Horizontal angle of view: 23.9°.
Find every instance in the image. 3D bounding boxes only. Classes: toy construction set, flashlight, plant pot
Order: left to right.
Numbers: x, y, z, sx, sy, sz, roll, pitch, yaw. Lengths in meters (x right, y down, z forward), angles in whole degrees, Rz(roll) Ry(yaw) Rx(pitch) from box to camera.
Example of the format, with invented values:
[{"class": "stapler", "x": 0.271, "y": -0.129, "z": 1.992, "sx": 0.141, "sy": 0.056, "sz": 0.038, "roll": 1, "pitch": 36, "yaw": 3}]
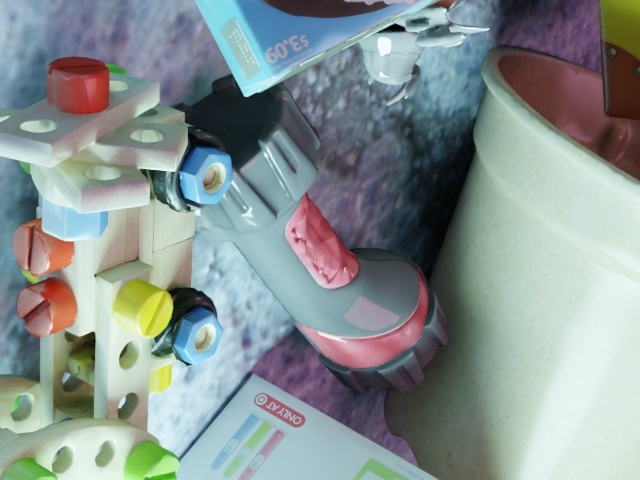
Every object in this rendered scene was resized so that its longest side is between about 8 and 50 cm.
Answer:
[{"class": "toy construction set", "x": -0.142, "y": 0.032, "z": 0.809, "sx": 0.215, "sy": 0.151, "sz": 0.327, "roll": -23, "pitch": 141, "yaw": -46}, {"class": "flashlight", "x": 0.000, "y": 0.000, "z": 1.022, "sx": 0.304, "sy": 0.103, "sz": 0.103, "roll": 58, "pitch": 38, "yaw": -53}, {"class": "plant pot", "x": 0.209, "y": 0.059, "z": 1.200, "sx": 0.334, "sy": 0.334, "sz": 0.305, "roll": -3, "pitch": 126, "yaw": -54}]

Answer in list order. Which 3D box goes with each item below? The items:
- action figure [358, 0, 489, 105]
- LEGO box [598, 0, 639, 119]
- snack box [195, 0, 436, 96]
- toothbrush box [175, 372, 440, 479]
[{"class": "action figure", "x": 0.078, "y": -0.220, "z": 0.920, "sx": 0.099, "sy": 0.185, "sz": 0.285, "roll": 9, "pitch": 97, "yaw": -42}, {"class": "LEGO box", "x": 0.374, "y": -0.324, "z": 0.980, "sx": 0.193, "sy": 0.372, "sz": 0.500, "roll": -31, "pitch": 122, "yaw": -42}, {"class": "snack box", "x": 0.059, "y": -0.229, "z": 0.802, "sx": 0.322, "sy": 0.060, "sz": 0.187, "roll": -29, "pitch": 94, "yaw": -19}, {"class": "toothbrush box", "x": 0.027, "y": 0.256, "z": 1.135, "sx": 0.122, "sy": 0.206, "sz": 0.283, "roll": -51, "pitch": 145, "yaw": -20}]
